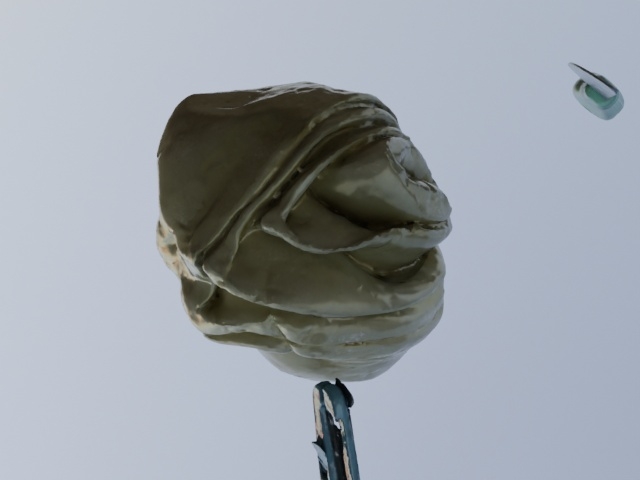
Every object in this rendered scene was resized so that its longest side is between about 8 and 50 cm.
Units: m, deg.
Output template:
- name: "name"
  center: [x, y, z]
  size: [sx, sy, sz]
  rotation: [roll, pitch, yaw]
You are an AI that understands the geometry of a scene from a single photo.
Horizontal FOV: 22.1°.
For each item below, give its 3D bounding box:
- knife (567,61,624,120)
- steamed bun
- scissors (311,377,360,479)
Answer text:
- name: "knife"
  center: [0.269, -0.154, 1.603]
  size: [0.034, 0.063, 0.260]
  rotation: [-47, 172, 6]
- name: "steamed bun"
  center: [0.003, 0.000, 1.519]
  size: [0.276, 0.289, 0.203]
  rotation: [-10, -169, -32]
- name: "scissors"
  center: [0.032, 0.311, 1.473]
  size: [0.032, 0.392, 0.180]
  rotation: [-16, -162, -29]
